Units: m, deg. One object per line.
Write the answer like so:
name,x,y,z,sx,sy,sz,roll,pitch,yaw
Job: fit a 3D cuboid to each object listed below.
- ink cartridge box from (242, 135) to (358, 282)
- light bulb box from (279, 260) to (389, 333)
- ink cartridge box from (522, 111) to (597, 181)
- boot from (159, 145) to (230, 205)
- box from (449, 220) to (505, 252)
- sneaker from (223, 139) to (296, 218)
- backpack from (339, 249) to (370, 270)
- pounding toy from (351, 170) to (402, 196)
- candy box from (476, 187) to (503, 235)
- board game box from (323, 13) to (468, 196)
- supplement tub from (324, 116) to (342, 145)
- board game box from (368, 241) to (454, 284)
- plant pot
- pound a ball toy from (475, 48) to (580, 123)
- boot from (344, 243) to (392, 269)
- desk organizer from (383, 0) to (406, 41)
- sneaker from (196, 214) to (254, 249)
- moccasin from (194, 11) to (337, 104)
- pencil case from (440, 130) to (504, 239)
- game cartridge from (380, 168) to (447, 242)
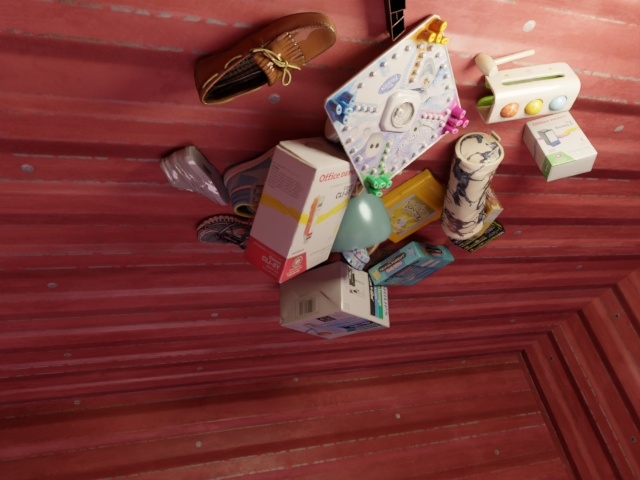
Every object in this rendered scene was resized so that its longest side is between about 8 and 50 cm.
ink cartridge box,-0.050,-0.100,1.605,0.279,0.160,0.385,-23,139,-54
light bulb box,0.064,0.279,2.362,0.357,0.226,0.361,-19,150,36
ink cartridge box,0.809,-0.323,1.801,0.154,0.213,0.093,-14,145,2
boot,-0.395,-0.190,1.667,0.123,0.095,0.258,-16,140,14
box,0.703,-0.028,2.370,0.184,0.045,0.190,18,135,-44
sneaker,-0.146,-0.173,1.662,0.318,0.208,0.127,-24,146,13
backpack,0.132,0.029,2.088,0.116,0.173,0.158,-37,149,13
pounding toy,0.136,-0.251,1.702,0.269,0.154,0.155,-11,148,-5
candy box,0.661,-0.114,2.159,0.053,0.109,0.187,-1,145,-20
board game box,0.235,-0.357,1.494,0.390,0.050,0.390,-39,138,-5
supplement tub,0.118,-0.327,1.593,0.190,0.117,0.117,18,137,-27
board game box,0.412,0.110,2.374,0.253,0.079,0.336,-36,154,30
plant pot,0.094,-0.107,1.839,0.289,0.290,0.196,-12,112,-4
pound a ball toy,0.613,-0.459,1.587,0.318,0.136,0.208,-10,148,-8
boot,0.235,0.044,2.289,0.206,0.090,0.248,-3,147,-40
desk organizer,0.190,-0.572,1.326,0.047,0.050,0.130,-16,148,3
sneaker,-0.301,-0.020,1.915,0.298,0.112,0.121,-1,146,-5
moccasin,-0.137,-0.443,1.307,0.379,0.147,0.139,-18,148,5
pencil case,0.541,-0.194,1.905,0.183,0.159,0.411,-38,148,-26
game cartridge,0.354,-0.124,2.079,0.323,0.053,0.285,-31,144,26
